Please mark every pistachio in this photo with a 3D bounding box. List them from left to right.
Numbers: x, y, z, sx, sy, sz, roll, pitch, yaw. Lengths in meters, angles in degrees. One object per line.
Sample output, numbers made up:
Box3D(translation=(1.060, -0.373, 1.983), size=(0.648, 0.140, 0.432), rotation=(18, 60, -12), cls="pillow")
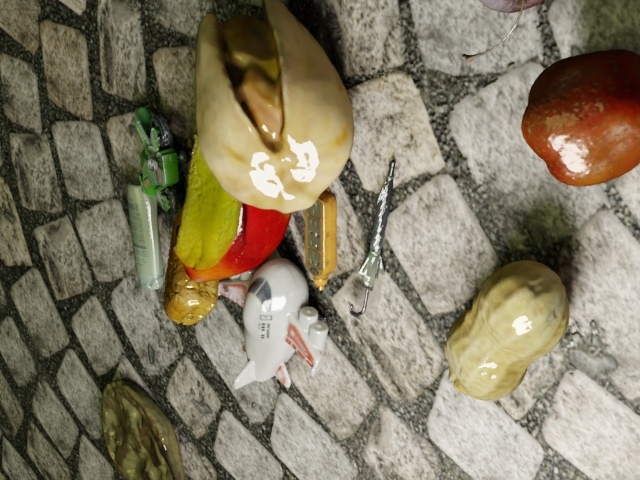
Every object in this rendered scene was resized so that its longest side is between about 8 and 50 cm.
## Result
Box3D(translation=(-0.075, -0.196, 1.731), size=(0.238, 0.229, 0.321), rotation=(110, 143, -83), cls="pistachio")

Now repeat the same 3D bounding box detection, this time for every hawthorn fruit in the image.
Box3D(translation=(0.331, -0.152, 1.332), size=(0.203, 0.163, 0.162), rotation=(-35, 80, 41), cls="hawthorn fruit")

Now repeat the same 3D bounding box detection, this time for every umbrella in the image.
Box3D(translation=(0.089, -0.001, 1.789), size=(0.044, 0.044, 0.268), rotation=(-122, 40, -55), cls="umbrella")

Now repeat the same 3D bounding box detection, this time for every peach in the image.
Box3D(translation=(-0.131, -0.035, 1.913), size=(0.154, 0.159, 0.267), rotation=(33, 118, 41), cls="peach")

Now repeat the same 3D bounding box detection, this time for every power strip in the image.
Box3D(translation=(0.000, 0.000, 1.889), size=(0.049, 0.028, 0.178), rotation=(24, 126, 40), cls="power strip")

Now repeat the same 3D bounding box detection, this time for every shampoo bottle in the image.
Box3D(translation=(-0.331, -0.012, 2.255), size=(0.072, 0.049, 0.212), rotation=(19, 121, 39), cls="shampoo bottle")

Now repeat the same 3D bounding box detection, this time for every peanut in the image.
Box3D(translation=(0.246, 0.123, 1.586), size=(0.130, 0.130, 0.290), rotation=(53, 146, 18), cls="peanut")

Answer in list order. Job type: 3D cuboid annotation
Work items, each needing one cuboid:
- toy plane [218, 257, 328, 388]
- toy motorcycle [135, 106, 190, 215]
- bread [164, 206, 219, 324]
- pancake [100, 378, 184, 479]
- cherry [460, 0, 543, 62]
Box3D(translation=(-0.085, 0.138, 1.989), size=(0.252, 0.118, 0.252), rotation=(21, 121, 40), cls="toy plane")
Box3D(translation=(-0.289, -0.140, 2.134), size=(0.106, 0.074, 0.190), rotation=(28, 128, 50), cls="toy motorcycle")
Box3D(translation=(-0.221, 0.036, 2.055), size=(0.114, 0.083, 0.210), rotation=(136, 143, -56), cls="bread")
Box3D(translation=(-0.380, 0.428, 2.533), size=(0.294, 0.050, 0.294), rotation=(30, 130, 42), cls="pancake")
Box3D(translation=(0.212, -0.327, 1.413), size=(0.148, 0.115, 0.188), rotation=(50, 148, -9), cls="cherry")
